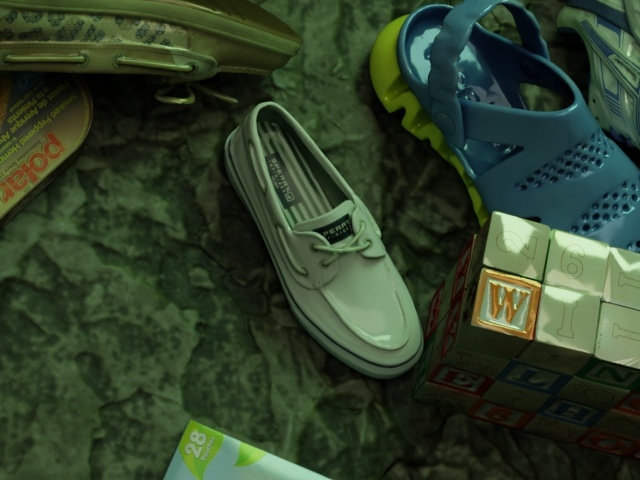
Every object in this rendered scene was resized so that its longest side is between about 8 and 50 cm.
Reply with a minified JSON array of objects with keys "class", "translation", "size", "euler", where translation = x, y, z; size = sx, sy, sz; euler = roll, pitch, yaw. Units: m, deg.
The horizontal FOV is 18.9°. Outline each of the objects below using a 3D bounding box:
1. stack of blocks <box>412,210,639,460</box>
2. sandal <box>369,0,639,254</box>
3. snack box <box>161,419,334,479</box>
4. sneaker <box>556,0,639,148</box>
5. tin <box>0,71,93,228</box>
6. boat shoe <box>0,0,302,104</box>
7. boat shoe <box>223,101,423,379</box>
[{"class":"stack of blocks","translation":[0.233,0.088,1.374],"size":[0.297,0.171,0.087],"euler":[16,65,-6]},{"class":"sandal","translation":[0.165,-0.068,1.447],"size":[0.317,0.138,0.126],"euler":[46,64,7]},{"class":"snack box","translation":[-0.032,0.244,1.307],"size":[0.207,0.070,0.174],"euler":[22,65,0]},{"class":"sneaker","translation":[0.278,-0.100,1.476],"size":[0.112,0.131,0.296],"euler":[10,49,-36]},{"class":"tin","translation":[-0.249,-0.065,1.412],"size":[0.106,0.040,0.189],"euler":[40,65,11]},{"class":"boat shoe","translation":[-0.151,-0.155,1.427],"size":[0.285,0.104,0.089],"euler":[9,110,-26]},{"class":"boat shoe","translation":[0.000,0.000,1.414],"size":[0.083,0.076,0.226],"euler":[-33,77,-22]}]
